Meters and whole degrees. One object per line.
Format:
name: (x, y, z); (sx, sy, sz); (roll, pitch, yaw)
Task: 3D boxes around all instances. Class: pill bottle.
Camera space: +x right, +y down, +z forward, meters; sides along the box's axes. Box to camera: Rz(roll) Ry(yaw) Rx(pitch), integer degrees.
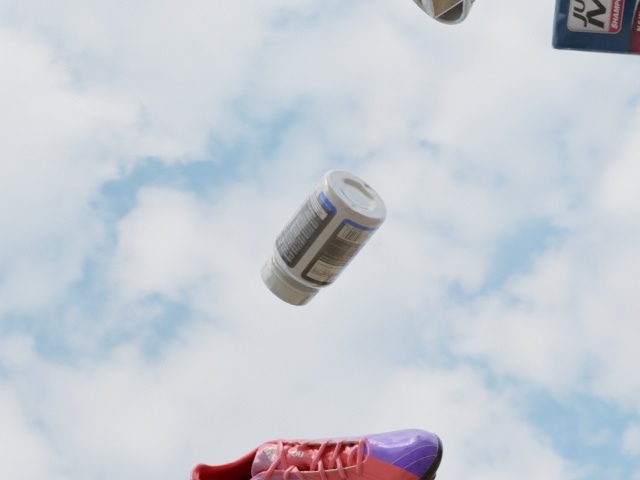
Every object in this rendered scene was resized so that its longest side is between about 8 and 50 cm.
pill bottle: (0.000, 0.000, 1.037); (0.078, 0.078, 0.137); (26, -58, -23)

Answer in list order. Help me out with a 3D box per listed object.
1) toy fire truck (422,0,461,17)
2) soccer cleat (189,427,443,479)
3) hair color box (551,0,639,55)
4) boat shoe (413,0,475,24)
toy fire truck: (0.127, -0.199, 0.479); (0.217, 0.246, 0.158); (-17, -75, -11)
soccer cleat: (-0.010, 0.276, 1.180); (0.318, 0.108, 0.116); (-24, -66, 26)
hair color box: (0.352, -0.165, 0.669); (0.174, 0.347, 0.105); (-11, -71, -52)
boat shoe: (0.073, -0.232, 0.726); (0.258, 0.095, 0.084); (23, -104, -60)
